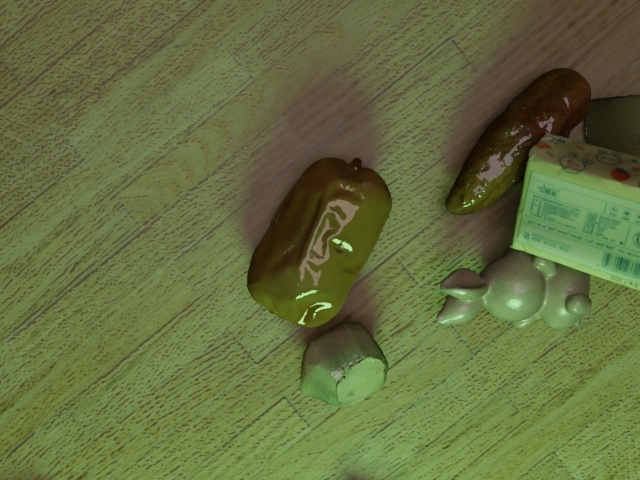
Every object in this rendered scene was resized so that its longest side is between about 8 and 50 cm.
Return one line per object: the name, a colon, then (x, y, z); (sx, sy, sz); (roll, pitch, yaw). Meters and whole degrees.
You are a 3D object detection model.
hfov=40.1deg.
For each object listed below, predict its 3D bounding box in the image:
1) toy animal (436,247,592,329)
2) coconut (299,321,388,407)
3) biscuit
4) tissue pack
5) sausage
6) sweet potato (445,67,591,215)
toy animal: (0.258, 0.058, 1.196); (0.213, 0.124, 0.124); (9, 95, -8)
coconut: (0.026, 0.175, 1.200); (0.124, 0.110, 0.110); (-34, 96, -3)
biscuit: (0.412, -0.096, 1.185); (0.041, 0.121, 0.199); (-7, 97, -20)
tissue pack: (0.352, -0.037, 1.109); (0.196, 0.092, 0.148); (20, 126, 24)
sausage: (0.000, 0.000, 1.178); (0.136, 0.120, 0.241); (32, 93, -16)
sweet potato: (0.265, -0.126, 1.191); (0.097, 0.097, 0.251); (42, 90, -5)
